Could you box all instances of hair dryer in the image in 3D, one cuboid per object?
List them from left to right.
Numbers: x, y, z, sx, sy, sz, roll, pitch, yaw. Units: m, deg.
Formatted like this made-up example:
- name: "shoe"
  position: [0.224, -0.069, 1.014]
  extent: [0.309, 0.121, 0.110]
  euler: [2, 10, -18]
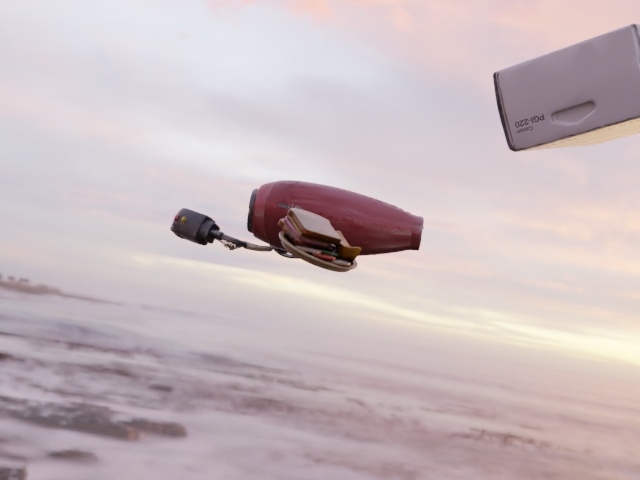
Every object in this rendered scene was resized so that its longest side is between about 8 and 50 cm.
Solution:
- name: "hair dryer"
  position: [-0.006, -0.019, 1.047]
  extent: [0.294, 0.080, 0.224]
  euler: [3, -4, 43]

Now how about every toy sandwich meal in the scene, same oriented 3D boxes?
- name: "toy sandwich meal"
  position: [0.000, 0.000, 0.822]
  extent: [0.086, 0.029, 0.085]
  euler: [21, 13, -5]

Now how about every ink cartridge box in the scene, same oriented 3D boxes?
- name: "ink cartridge box"
  position: [0.307, -0.157, 0.954]
  extent: [0.159, 0.092, 0.218]
  euler: [-14, -1, 39]
